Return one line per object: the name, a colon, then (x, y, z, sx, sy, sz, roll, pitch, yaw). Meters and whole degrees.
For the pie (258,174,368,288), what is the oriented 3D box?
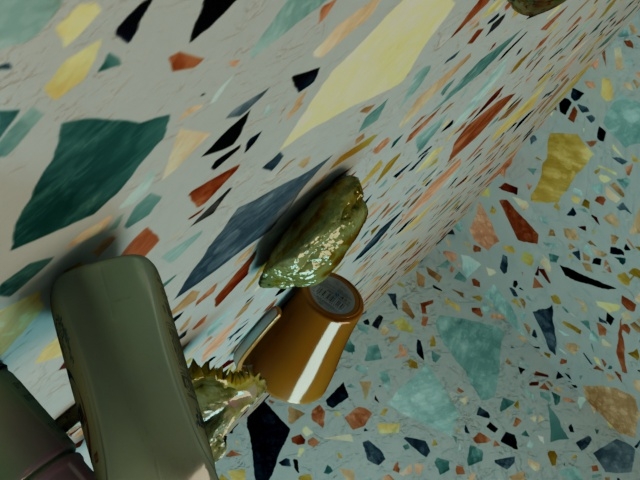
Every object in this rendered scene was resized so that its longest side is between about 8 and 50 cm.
pie: (0.000, 0.000, 1.524, 0.201, 0.090, 0.248, -45, 176, -14)

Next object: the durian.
durian: (-0.219, 0.286, 1.618, 0.306, 0.166, 0.172, -43, 169, -16)

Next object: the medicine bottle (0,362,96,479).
medicine bottle: (-0.283, 0.215, 0.952, 0.135, 0.168, 0.135, -43, 171, -9)

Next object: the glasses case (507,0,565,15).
glasses case: (0.271, -0.351, 1.057, 0.156, 0.098, 0.425, -41, 172, -5)

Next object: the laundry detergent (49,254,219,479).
laundry detergent: (-0.153, 0.169, 0.930, 0.105, 0.281, 0.215, -17, 166, -14)

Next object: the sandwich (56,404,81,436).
sandwich: (-0.312, 0.228, 1.382, 0.101, 0.026, 0.069, -34, 171, -37)

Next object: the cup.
cup: (-0.044, 0.190, 2.088, 0.226, 0.182, 0.264, 1, 137, -32)
